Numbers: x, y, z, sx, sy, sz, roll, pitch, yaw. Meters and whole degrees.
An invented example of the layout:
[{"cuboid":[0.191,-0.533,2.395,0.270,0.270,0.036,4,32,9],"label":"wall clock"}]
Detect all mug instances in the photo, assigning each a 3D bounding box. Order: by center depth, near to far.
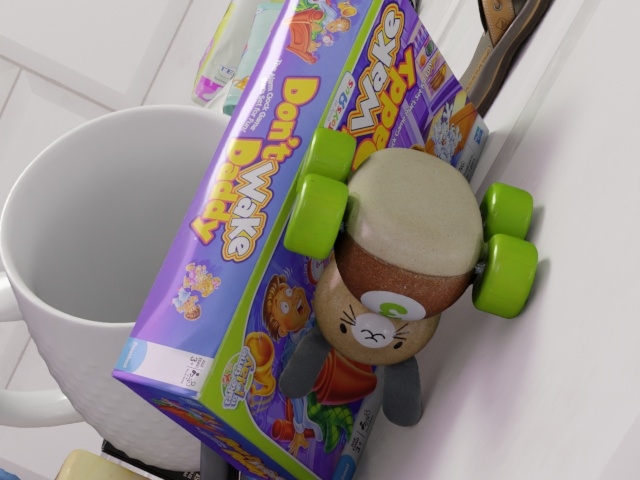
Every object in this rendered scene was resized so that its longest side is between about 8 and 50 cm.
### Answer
[{"cuboid":[-0.192,0.086,1.517,0.328,0.374,0.276,80,174,-50],"label":"mug"}]

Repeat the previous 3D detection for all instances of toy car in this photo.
[{"cuboid":[0.040,0.044,1.020,0.149,0.155,0.188,-79,7,-62],"label":"toy car"}]

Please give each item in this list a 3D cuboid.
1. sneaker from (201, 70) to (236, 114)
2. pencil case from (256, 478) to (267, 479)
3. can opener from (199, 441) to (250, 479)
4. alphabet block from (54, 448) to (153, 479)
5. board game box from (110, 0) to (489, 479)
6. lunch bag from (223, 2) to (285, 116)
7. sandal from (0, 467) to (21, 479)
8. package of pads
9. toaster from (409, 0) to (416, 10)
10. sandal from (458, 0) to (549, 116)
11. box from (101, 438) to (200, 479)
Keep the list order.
[{"cuboid":[-0.162,-0.078,1.776,0.257,0.169,0.447,-47,6,35],"label":"sneaker"},{"cuboid":[-0.046,0.262,1.047,0.104,0.104,0.236,-62,9,17],"label":"pencil case"},{"cuboid":[-0.075,0.169,1.287,0.095,0.076,0.283,-63,-16,-47],"label":"can opener"},{"cuboid":[-0.226,0.369,1.556,0.193,0.192,0.197,-56,12,37],"label":"alphabet block"},{"cuboid":[0.000,0.000,1.149,0.233,0.078,0.347,48,-120,-52],"label":"board game box"},{"cuboid":[-0.002,-0.098,1.652,0.223,0.160,0.262,-76,-21,-52],"label":"lunch bag"},{"cuboid":[-0.380,0.345,1.533,0.138,0.126,0.317,-52,16,42],"label":"sandal"},{"cuboid":[-0.055,-0.288,2.350,0.296,0.229,0.101,-55,12,47],"label":"package of pads"},{"cuboid":[0.054,-0.288,2.065,0.186,0.110,0.168,-59,9,31],"label":"toaster"},{"cuboid":[0.156,-0.204,1.321,0.219,0.060,0.090,-61,9,23],"label":"sandal"},{"cuboid":[-0.153,0.190,1.786,0.180,0.147,0.077,-63,7,3],"label":"box"}]
